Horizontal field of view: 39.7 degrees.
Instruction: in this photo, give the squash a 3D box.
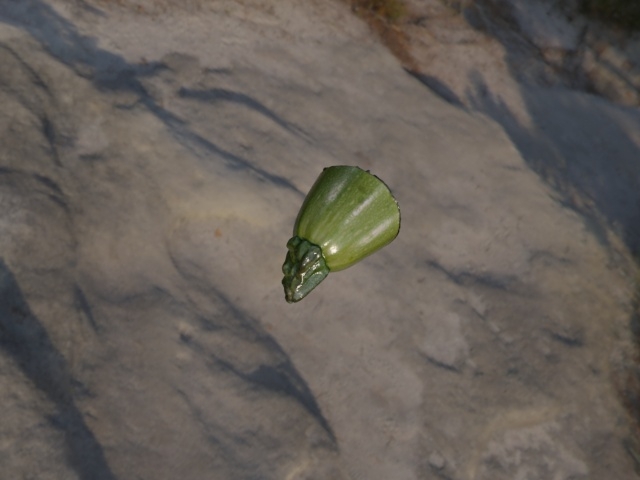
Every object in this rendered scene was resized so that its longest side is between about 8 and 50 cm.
[{"bbox_3d":[0.003,-0.001,0.869,0.105,0.105,0.132,41,50,5],"label":"squash"}]
